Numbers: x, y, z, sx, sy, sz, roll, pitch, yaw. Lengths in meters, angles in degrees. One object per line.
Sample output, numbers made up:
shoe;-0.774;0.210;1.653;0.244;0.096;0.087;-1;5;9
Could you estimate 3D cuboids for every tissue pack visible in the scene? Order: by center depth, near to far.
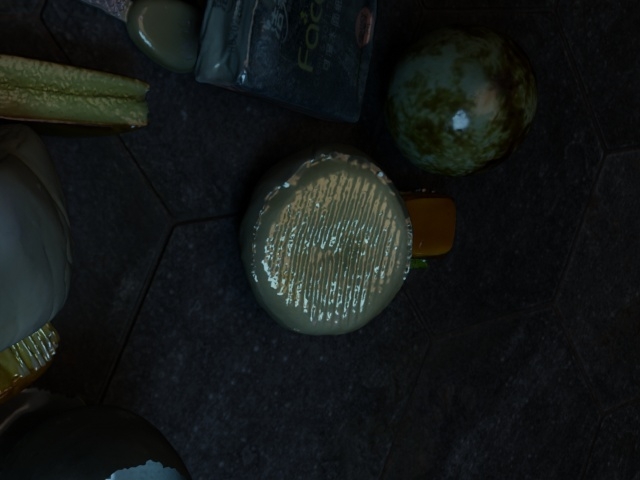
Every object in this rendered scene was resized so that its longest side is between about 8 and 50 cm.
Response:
tissue pack;-0.035;-0.298;1.272;0.315;0.103;0.228;5;95;-59

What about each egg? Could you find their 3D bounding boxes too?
egg;0.228;-0.226;1.457;0.289;0.238;0.238;-32;117;-49

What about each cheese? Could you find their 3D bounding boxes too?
cheese;-0.237;-0.294;1.211;0.192;0.037;0.097;20;84;-38

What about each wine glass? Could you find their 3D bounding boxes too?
wine glass;-0.287;0.301;1.092;0.238;0.323;0.238;-8;104;-34

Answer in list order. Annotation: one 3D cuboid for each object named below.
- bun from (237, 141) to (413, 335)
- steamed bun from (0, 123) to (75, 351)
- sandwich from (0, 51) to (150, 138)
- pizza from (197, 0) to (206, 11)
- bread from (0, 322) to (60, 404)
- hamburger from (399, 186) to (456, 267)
bun;0.000;0.000;1.376;0.287;0.146;0.287;-4;100;-22
steamed bun;-0.413;0.027;0.922;0.383;0.236;0.247;-20;117;-36
sandwich;-0.336;-0.175;1.129;0.244;0.088;0.090;2;87;-34
pizza;-0.145;-0.402;1.249;0.127;0.058;0.246;-31;115;-36
bread;-0.409;0.143;1.092;0.190;0.132;0.114;-36;119;-25
hamburger;0.145;-0.022;1.517;0.166;0.087;0.137;2;97;-36
